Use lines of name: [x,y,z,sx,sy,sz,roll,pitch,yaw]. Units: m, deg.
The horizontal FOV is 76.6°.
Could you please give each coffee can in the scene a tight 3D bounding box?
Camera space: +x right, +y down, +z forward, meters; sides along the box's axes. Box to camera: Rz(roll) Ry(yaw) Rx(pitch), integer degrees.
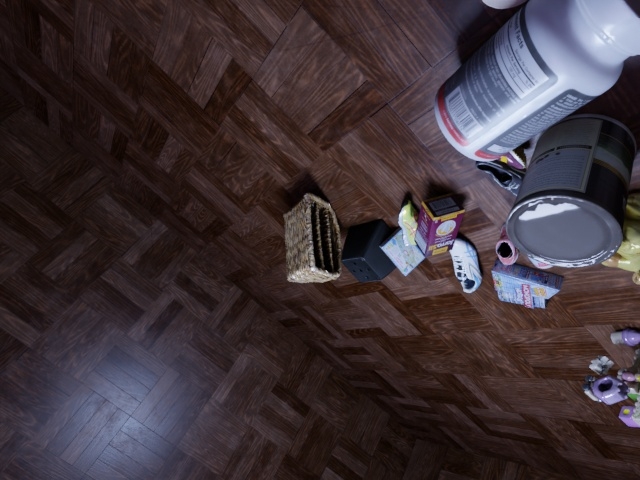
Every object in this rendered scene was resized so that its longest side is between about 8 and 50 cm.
coffee can: [0.539,-0.110,0.869,0.201,0.275,0.202,25,149,16]

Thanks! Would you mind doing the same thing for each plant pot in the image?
plant pot: [0.189,0.054,1.553,0.187,0.167,0.188,48,148,-21]

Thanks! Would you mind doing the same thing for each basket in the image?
basket: [0.000,0.000,1.531,0.213,0.299,0.223,5,161,-28]

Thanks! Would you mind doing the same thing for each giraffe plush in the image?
giraffe plush: [0.726,0.004,0.967,0.210,0.181,0.170,30,166,43]

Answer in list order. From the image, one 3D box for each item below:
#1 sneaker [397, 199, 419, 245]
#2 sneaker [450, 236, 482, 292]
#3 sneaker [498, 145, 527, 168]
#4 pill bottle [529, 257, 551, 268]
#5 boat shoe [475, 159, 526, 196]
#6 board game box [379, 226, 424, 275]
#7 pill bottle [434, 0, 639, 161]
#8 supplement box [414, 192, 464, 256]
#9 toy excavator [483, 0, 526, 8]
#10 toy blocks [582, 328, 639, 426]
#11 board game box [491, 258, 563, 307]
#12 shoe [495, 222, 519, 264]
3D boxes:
sneaker: [0.319,-0.060,1.364,0.094,0.081,0.208,6,145,28]
sneaker: [0.490,0.084,1.381,0.085,0.086,0.237,2,135,46]
sneaker: [0.422,-0.232,1.007,0.185,0.069,0.084,43,135,2]
pill bottle: [0.604,-0.003,1.143,0.160,0.087,0.087,44,148,-17]
boat shoe: [0.486,-0.157,1.062,0.206,0.065,0.075,38,150,-6]
board game box: [0.301,0.041,1.486,0.154,0.103,0.026,48,177,-21]
pill bottle: [0.408,-0.322,0.765,0.210,0.210,0.363,40,149,-8]
supplement box: [0.367,-0.044,1.268,0.188,0.104,0.081,85,166,-49]
toy excavator: [0.201,-0.621,0.596,0.432,0.222,0.445,27,163,12]
toy blocks: [0.997,0.406,1.141,0.309,0.289,0.260,39,156,-3]
board game box: [0.677,0.156,1.322,0.194,0.060,0.194,8,140,39]
shoe: [0.565,0.033,1.236,0.063,0.081,0.178,15,144,31]
